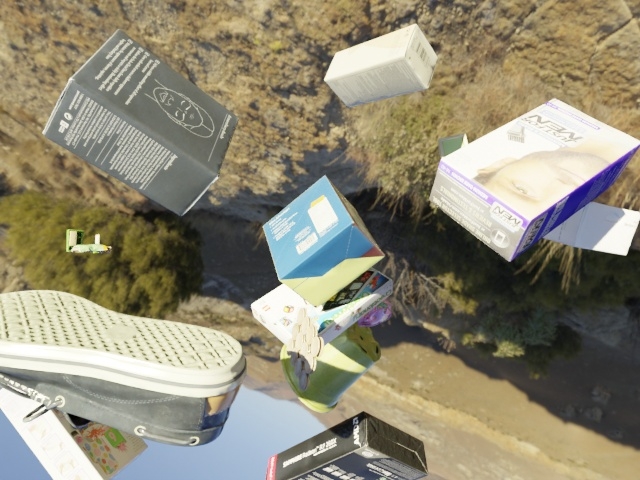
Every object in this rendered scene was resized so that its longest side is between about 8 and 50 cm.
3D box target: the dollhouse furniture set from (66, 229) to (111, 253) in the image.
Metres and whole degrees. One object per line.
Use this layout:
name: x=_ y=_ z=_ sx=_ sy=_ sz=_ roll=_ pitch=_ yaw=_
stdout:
dollhouse furniture set: x=-0.589 y=0.001 z=1.102 sx=0.151 sy=0.059 sz=0.076 roll=-1 pitch=175 yaw=43

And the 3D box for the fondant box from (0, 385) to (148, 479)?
fondant box: x=-0.622 y=0.469 z=1.120 sx=0.330 sy=0.096 sz=0.238 roll=47 pitch=177 yaw=6

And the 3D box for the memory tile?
memory tile: x=-0.032 y=0.206 z=0.851 sx=0.012 sy=0.113 sz=0.148 roll=13 pitch=-164 yaw=-21

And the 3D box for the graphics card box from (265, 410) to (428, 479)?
graphics card box: x=0.060 y=0.584 z=1.134 sx=0.232 sy=0.094 sz=0.371 roll=35 pitch=124 yaw=-25

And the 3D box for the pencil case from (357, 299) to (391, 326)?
pencil case: x=0.123 y=0.135 z=1.407 sx=0.284 sy=0.124 sz=0.124 roll=66 pitch=-173 yaw=33

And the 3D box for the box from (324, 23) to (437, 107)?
box: x=0.179 y=-0.524 z=1.345 sx=0.311 sy=0.121 sz=0.148 roll=4 pitch=157 yaw=44

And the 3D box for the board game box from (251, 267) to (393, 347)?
board game box: x=0.009 y=0.143 z=1.087 sx=0.193 sy=0.305 sz=0.053 roll=32 pitch=139 yaw=37

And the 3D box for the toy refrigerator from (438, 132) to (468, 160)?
toy refrigerator: x=0.509 y=-0.254 z=1.616 sx=0.102 sy=0.270 sz=0.094 roll=-9 pitch=157 yaw=13

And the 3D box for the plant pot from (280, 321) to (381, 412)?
plant pot: x=0.051 y=0.385 z=1.465 sx=0.276 sy=0.254 sz=0.276 roll=41 pitch=-159 yaw=-20

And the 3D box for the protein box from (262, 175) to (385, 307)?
protein box: x=0.000 y=0.000 z=0.997 sx=0.136 sy=0.199 sz=0.201 roll=43 pitch=-167 yaw=-38

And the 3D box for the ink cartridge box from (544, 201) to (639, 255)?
ink cartridge box: x=0.637 y=-0.058 z=1.158 sx=0.198 sy=0.115 sz=0.273 roll=7 pitch=-168 yaw=-22

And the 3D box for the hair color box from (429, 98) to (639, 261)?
hair color box: x=0.387 y=-0.125 z=0.794 sx=0.185 sy=0.338 sz=0.110 roll=45 pitch=153 yaw=31

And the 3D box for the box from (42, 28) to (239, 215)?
box: x=-0.464 y=-0.315 z=1.204 sx=0.395 sy=0.294 sz=0.212 roll=34 pitch=129 yaw=-26

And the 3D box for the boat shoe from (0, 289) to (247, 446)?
boat shoe: x=-0.357 y=0.189 z=0.660 sx=0.499 sy=0.156 sz=0.187 roll=11 pitch=-164 yaw=8
